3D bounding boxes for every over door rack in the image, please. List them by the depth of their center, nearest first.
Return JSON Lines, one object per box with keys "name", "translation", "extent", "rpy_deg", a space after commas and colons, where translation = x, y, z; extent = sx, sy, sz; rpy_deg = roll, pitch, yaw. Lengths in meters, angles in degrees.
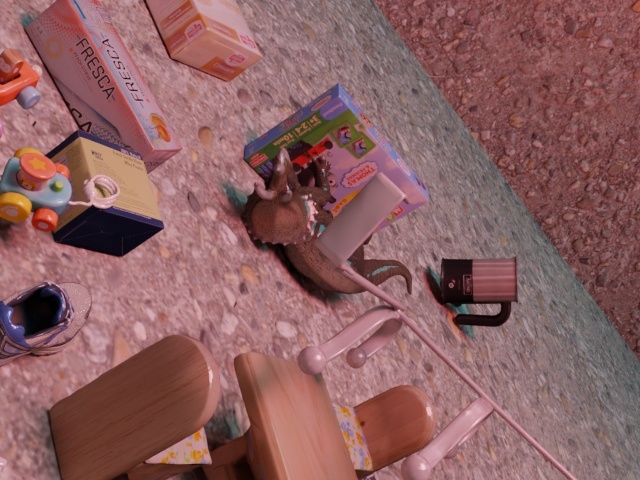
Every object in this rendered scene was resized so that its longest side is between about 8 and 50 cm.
{"name": "over door rack", "translation": [0.094, 0.119, 0.575], "extent": [0.239, 0.108, 0.324], "rpy_deg": [43, -10, 17]}

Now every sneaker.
{"name": "sneaker", "translation": [-0.199, 0.055, 0.625], "extent": [0.052, 0.058, 0.135], "rpy_deg": [58, 20, -1]}

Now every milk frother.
{"name": "milk frother", "translation": [0.291, 0.078, 1.570], "extent": [0.143, 0.134, 0.129], "rpy_deg": [-67, 154, -61]}

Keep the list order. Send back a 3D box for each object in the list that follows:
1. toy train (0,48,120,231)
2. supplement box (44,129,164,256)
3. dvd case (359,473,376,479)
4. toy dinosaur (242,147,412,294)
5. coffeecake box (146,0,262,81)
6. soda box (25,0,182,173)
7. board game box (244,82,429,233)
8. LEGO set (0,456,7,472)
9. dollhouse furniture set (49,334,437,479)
{"name": "toy train", "translation": [-0.233, -0.088, 0.678], "extent": [0.166, 0.046, 0.125], "rpy_deg": [49, 46, 6]}
{"name": "supplement box", "translation": [-0.195, -0.040, 0.763], "extent": [0.083, 0.056, 0.083], "rpy_deg": [20, 44, -58]}
{"name": "dvd case", "translation": [0.056, 0.303, 0.918], "extent": [0.119, 0.013, 0.087], "rpy_deg": [63, 22, 14]}
{"name": "toy dinosaur", "translation": [0.000, 0.000, 1.107], "extent": [0.313, 0.121, 0.160], "rpy_deg": [51, 34, -30]}
{"name": "coffeecake box", "translation": [-0.174, -0.325, 1.179], "extent": [0.142, 0.068, 0.186], "rpy_deg": [8, 53, -64]}
{"name": "soda box", "translation": [-0.216, -0.152, 0.860], "extent": [0.183, 0.063, 0.058], "rpy_deg": [60, 22, 5]}
{"name": "board game box", "translation": [0.025, -0.091, 1.175], "extent": [0.211, 0.160, 0.039], "rpy_deg": [45, 26, -31]}
{"name": "LEGO set", "translation": [-0.149, 0.174, 0.426], "extent": [0.287, 0.132, 0.107], "rpy_deg": [21, 25, -19]}
{"name": "dollhouse furniture set", "translation": [0.054, 0.255, 0.640], "extent": [0.362, 0.256, 0.394], "rpy_deg": [26, 39, -55]}
